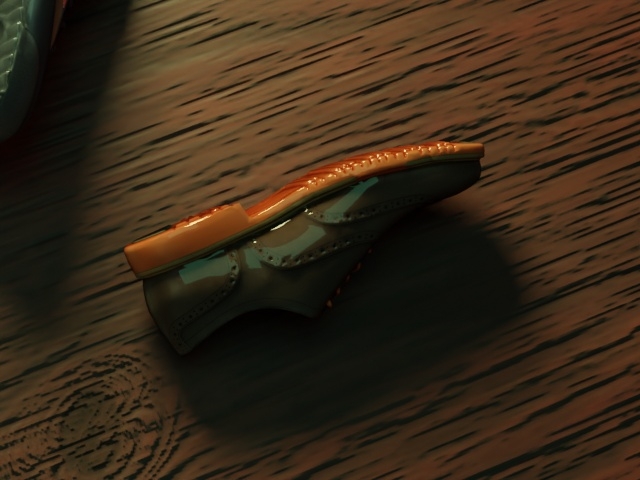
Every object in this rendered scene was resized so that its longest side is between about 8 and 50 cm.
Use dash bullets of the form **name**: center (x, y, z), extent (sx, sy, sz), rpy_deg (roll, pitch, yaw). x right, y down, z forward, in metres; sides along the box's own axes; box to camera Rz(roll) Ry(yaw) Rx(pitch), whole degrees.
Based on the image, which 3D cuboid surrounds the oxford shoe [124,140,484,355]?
- **oxford shoe**: center (0.000, 0.000, 1.369), extent (0.271, 0.097, 0.098), rpy_deg (-21, 94, -7)

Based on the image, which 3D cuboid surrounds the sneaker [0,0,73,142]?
- **sneaker**: center (-0.196, -0.208, 1.395), extent (0.131, 0.112, 0.319), rpy_deg (22, 65, -41)
